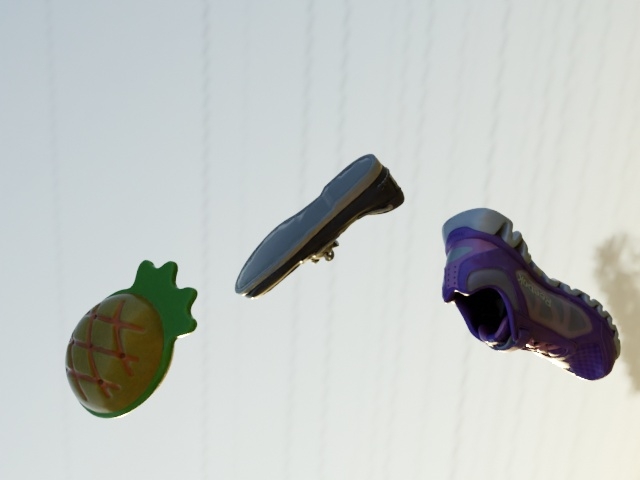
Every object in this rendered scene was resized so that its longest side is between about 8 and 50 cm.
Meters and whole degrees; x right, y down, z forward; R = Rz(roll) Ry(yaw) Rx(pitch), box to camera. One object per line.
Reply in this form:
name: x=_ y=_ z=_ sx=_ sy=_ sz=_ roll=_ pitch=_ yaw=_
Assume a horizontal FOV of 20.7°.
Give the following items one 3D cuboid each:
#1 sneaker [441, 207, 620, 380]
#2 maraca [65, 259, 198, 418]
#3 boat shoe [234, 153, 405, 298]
sneaker: x=0.200 y=0.077 z=1.742 sx=0.095 sy=0.236 sz=0.104 roll=-28 pitch=31 yaw=42
maraca: x=-0.199 y=0.105 z=1.852 sx=0.185 sy=0.127 sz=0.099 roll=-49 pitch=-30 yaw=15
boat shoe: x=0.000 y=0.000 z=1.815 sx=0.206 sy=0.065 sz=0.075 roll=-42 pitch=25 yaw=11
